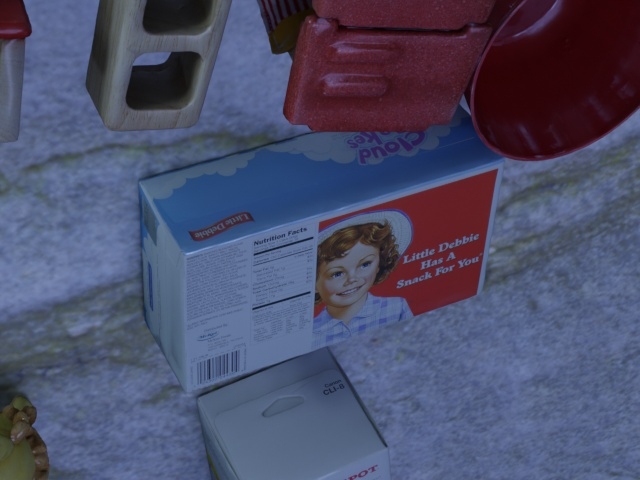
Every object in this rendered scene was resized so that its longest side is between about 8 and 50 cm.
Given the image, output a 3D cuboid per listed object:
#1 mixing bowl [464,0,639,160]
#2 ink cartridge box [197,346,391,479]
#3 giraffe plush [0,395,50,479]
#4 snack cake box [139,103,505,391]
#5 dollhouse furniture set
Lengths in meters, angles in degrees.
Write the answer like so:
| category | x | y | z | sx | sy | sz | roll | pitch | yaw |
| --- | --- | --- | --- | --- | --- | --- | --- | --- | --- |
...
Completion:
| category | x | y | z | sx | sy | sz | roll | pitch | yaw |
| --- | --- | --- | --- | --- | --- | --- | --- | --- | --- |
| mixing bowl | 0.165 | -0.158 | 1.186 | 0.181 | 0.098 | 0.181 | -20 | 140 | -18 |
| ink cartridge box | -0.018 | 0.207 | 1.415 | 0.128 | 0.127 | 0.176 | -22 | 139 | -14 |
| giraffe plush | -0.278 | 0.200 | 1.221 | 0.210 | 0.181 | 0.170 | 14 | 101 | -30 |
| snack cake box | 0.000 | 0.000 | 1.245 | 0.264 | 0.089 | 0.152 | -17 | 136 | -20 |
| dollhouse furniture set | -0.096 | -0.177 | 0.921 | 0.374 | 0.201 | 0.152 | -3 | 132 | -24 |
